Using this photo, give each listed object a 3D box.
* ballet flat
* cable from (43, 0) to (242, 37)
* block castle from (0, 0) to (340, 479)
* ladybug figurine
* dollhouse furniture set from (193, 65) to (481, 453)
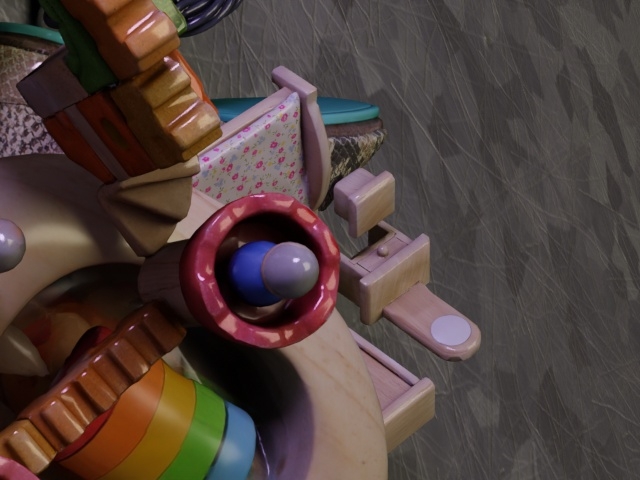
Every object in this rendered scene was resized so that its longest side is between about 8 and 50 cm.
[{"bbox_3d":[-0.117,-0.053,1.521,0.483,0.164,0.182,6,93,-57],"label":"ballet flat"},{"bbox_3d":[-0.133,-0.214,1.507,0.151,0.184,0.047,-107,-169,-46],"label":"cable"},{"bbox_3d":[-0.222,-0.058,0.987,0.303,0.213,0.453,-42,102,-21],"label":"block castle"},{"bbox_3d":[-0.139,0.115,1.263,0.449,0.162,0.305,41,76,-32],"label":"ladybug figurine"},{"bbox_3d":[0.000,0.000,1.438,0.303,0.174,0.356,-36,144,-29],"label":"dollhouse furniture set"}]
